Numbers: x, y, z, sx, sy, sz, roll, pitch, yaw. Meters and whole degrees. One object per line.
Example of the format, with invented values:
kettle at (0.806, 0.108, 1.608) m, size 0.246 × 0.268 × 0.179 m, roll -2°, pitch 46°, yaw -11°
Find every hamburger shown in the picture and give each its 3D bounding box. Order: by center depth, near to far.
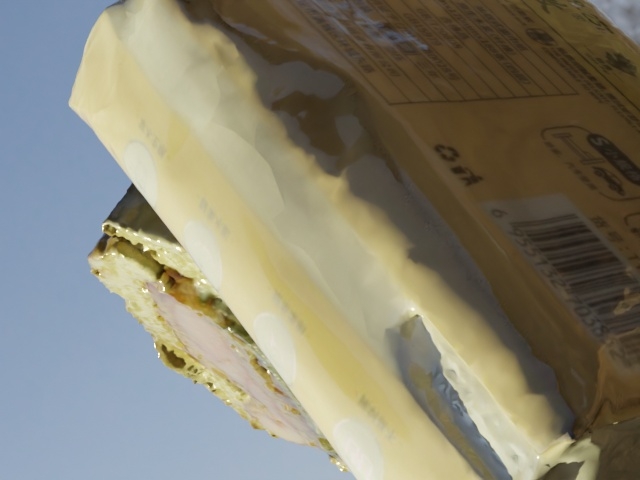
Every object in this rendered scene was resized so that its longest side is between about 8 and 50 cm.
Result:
hamburger at (-0.001, -0.003, 1.135) m, size 0.209 × 0.162 × 0.330 m, roll -66°, pitch -29°, yaw -17°

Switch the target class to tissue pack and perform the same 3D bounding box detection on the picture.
tissue pack at (0.053, -0.006, 0.569) m, size 0.186 × 0.222 × 0.090 m, roll -6°, pitch -47°, yaw -42°
